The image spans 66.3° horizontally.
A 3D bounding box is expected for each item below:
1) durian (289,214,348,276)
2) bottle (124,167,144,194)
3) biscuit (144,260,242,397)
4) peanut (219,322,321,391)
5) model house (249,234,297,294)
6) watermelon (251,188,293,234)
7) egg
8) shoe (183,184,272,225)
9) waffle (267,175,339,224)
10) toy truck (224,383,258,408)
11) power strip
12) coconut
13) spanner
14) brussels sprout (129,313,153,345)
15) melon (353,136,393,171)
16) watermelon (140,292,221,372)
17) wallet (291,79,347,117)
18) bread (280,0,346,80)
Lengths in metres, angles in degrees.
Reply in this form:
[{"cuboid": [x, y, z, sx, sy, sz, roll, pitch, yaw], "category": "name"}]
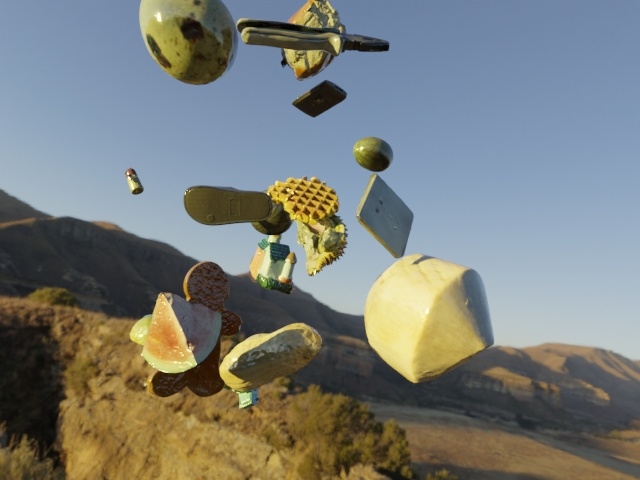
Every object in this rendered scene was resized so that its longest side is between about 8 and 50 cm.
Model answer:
[{"cuboid": [0.000, 0.000, 1.662, 0.166, 0.306, 0.172, 24, -53, -26], "category": "durian"}, {"cuboid": [-0.683, -0.221, 1.794, 0.047, 0.101, 0.063, -19, -18, -20], "category": "bottle"}, {"cuboid": [-0.395, 0.281, 1.579, 0.282, 0.433, 0.064, 14, -14, -33], "category": "biscuit"}, {"cuboid": [-0.146, 0.340, 1.458, 0.312, 0.152, 0.152, -24, -17, 5], "category": "peanut"}, {"cuboid": [-0.210, 0.076, 2.352, 0.184, 0.292, 0.253, 8, 18, -24], "category": "model house"}, {"cuboid": [-0.210, -0.123, 2.146, 0.212, 0.212, 0.212, 10, -12, 2], "category": "watermelon"}, {"cuboid": [-0.508, -0.805, 1.878, 0.428, 0.345, 0.345, 55, -17, -1], "category": "egg"}, {"cuboid": [-0.255, -0.097, 1.362, 0.240, 0.108, 0.093, 2, 9, -9], "category": "shoe"}, {"cuboid": [-0.059, -0.140, 1.698, 0.248, 0.253, 0.056, -5, -49, -11], "category": "waffle"}, {"cuboid": [-0.297, 0.553, 1.789, 0.067, 0.081, 0.175, -28, -46, 16], "category": "toy truck"}, {"cuboid": [0.187, -0.070, 1.491, 0.064, 0.198, 0.213, -22, -57, 43], "category": "power strip"}, {"cuboid": [0.342, 0.246, 1.523, 0.415, 0.416, 0.344, -1, -12, 42], "category": "coconut"}, {"cuboid": [-0.005, -0.411, 0.999, 0.324, 0.096, 0.040, -3, -48, -21], "category": "spanner"}, {"cuboid": [-0.625, 0.335, 1.830, 0.151, 0.122, 0.149, 19, -10, -15], "category": "brussels sprout"}, {"cuboid": [0.182, -0.289, 1.656, 0.114, 0.114, 0.167, -1, -11, 44], "category": "melon"}, {"cuboid": [-0.374, 0.239, 1.285, 0.207, 0.203, 0.136, -12, -9, 11], "category": "watermelon"}, {"cuboid": [-0.007, -0.679, 2.374, 0.245, 0.052, 0.168, -22, -28, 40], "category": "wallet"}, {"cuboid": [-0.039, -0.770, 1.900, 0.225, 0.279, 0.250, 42, 4, -20], "category": "bread"}]
